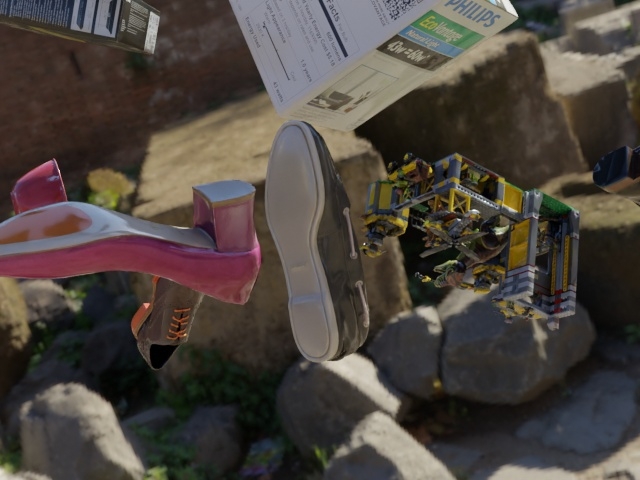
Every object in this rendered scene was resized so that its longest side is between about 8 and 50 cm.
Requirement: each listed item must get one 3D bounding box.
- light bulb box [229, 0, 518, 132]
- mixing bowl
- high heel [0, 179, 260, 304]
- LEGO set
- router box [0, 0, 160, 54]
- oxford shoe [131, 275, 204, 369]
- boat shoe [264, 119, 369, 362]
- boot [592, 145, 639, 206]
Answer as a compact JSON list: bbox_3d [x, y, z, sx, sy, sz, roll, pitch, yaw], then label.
[{"bbox_3d":[0.059,-0.422,1.651,0.361,0.358,0.225,-31,-17,28],"label":"light bulb box"},{"bbox_3d":[-0.552,-0.065,2.026,0.098,0.181,0.181,-13,13,-17],"label":"mixing bowl"},{"bbox_3d":[-0.161,0.025,0.841,0.244,0.117,0.082,-15,33,-31],"label":"high heel"},{"bbox_3d":[0.215,0.029,1.481,0.255,0.331,0.192,-17,55,45],"label":"LEGO set"},{"bbox_3d":[-0.405,-0.366,1.646,0.243,0.081,0.309,11,7,-1],"label":"router box"},{"bbox_3d":[-0.232,0.115,1.693,0.097,0.098,0.271,-1,-36,-29],"label":"oxford shoe"},{"bbox_3d":[0.000,0.000,1.426,0.112,0.335,0.095,-4,5,42],"label":"boat shoe"},{"bbox_3d":[0.515,-0.104,1.483,0.219,0.106,0.082,-16,53,49],"label":"boot"}]
